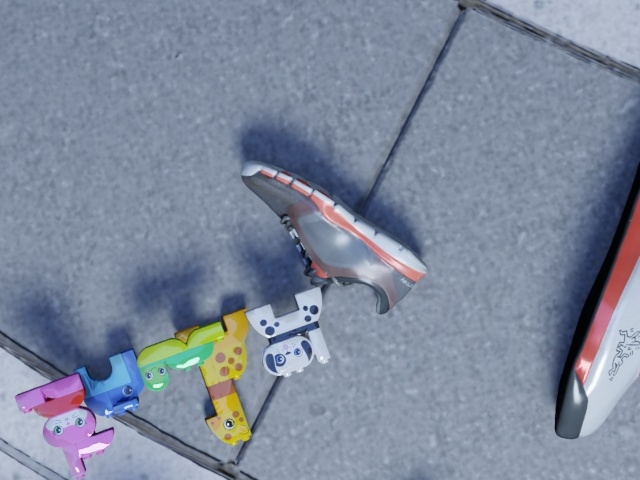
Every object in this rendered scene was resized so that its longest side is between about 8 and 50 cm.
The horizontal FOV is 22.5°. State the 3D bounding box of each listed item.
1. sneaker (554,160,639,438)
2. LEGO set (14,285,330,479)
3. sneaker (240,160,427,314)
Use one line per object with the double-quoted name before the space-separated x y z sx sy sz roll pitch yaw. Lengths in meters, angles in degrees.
"sneaker" 0.275 0.037 1.160 0.145 0.090 0.270 21 87 4
"LEGO set" -0.095 0.114 1.172 0.227 0.087 0.093 -20 92 -6
"sneaker" 0.000 0.000 1.183 0.158 0.061 0.065 34 96 2
